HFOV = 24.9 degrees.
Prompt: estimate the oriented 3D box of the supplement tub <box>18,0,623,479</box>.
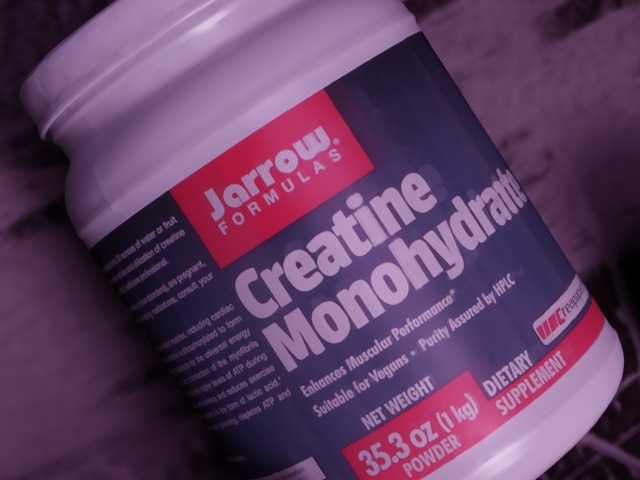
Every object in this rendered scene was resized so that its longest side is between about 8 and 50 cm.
[{"bbox_3d":[0.000,0.000,0.694,0.191,0.191,0.272,-34,93,-21],"label":"supplement tub"}]
